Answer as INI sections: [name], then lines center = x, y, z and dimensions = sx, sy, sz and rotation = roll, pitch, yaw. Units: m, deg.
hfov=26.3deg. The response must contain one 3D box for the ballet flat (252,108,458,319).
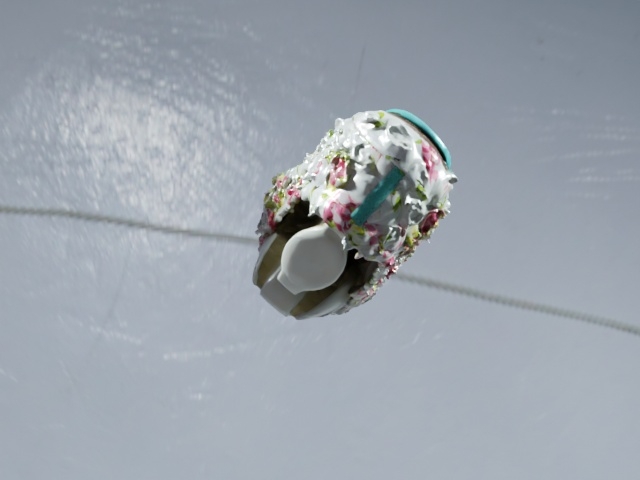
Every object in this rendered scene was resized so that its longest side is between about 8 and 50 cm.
[ballet flat]
center = 0.000, 0.000, 0.729
dimensions = 0.091, 0.241, 0.077
rotation = 39, 70, 3
